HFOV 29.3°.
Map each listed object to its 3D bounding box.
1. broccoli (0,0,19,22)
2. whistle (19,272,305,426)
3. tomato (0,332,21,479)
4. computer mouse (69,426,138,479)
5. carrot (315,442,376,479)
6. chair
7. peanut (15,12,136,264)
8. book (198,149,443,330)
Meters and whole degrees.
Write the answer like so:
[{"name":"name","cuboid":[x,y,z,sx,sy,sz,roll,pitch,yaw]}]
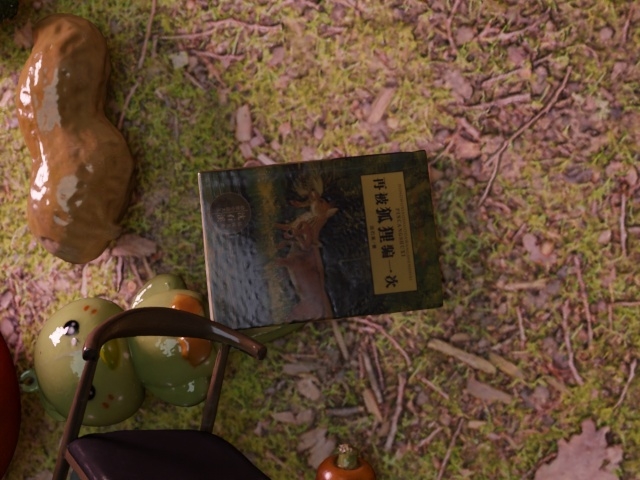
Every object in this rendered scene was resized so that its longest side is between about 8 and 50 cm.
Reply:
[{"name":"broccoli","cuboid":[-0.395,-0.264,1.302,0.162,0.146,0.138,4,122,1]},{"name":"whistle","cuboid":[-0.165,0.101,1.224,0.294,0.141,0.141,-20,84,13]},{"name":"tomato","cuboid":[-0.479,0.175,1.235,0.321,0.321,0.322,0,89,15]},{"name":"computer mouse","cuboid":[-0.217,0.309,1.266,0.113,0.068,0.229,9,91,14]},{"name":"carrot","cuboid":[0.003,0.320,1.217,0.061,0.061,0.257,18,101,15]},{"name":"chair","cuboid":[-0.141,0.215,1.115,0.166,0.188,0.272,30,112,53]},{"name":"peanut","cuboid":[-0.257,-0.107,1.273,0.117,0.101,0.263,-9,83,-10]},{"name":"book","cuboid":[0.000,0.000,1.200,0.228,0.024,0.160,-5,86,-5]}]
